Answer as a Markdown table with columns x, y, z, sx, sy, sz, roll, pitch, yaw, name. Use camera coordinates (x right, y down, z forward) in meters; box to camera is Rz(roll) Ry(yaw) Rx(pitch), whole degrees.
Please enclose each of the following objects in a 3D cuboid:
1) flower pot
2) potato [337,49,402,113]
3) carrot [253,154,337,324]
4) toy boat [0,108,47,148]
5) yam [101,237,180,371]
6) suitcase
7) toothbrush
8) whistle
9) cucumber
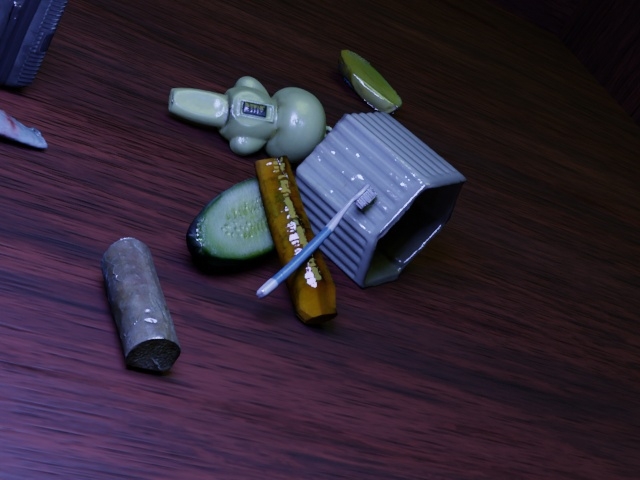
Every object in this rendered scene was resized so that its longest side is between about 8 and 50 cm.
| x | y | z | sx | sy | sz | roll | pitch | yaw | name |
| --- | --- | --- | --- | --- | --- | --- | --- | --- | --- |
| 0.085 | -0.068 | 1.593 | 0.189 | 0.239 | 0.209 | 44 | 0 | 21 | flower pot |
| 0.105 | -0.350 | 2.271 | 0.198 | 0.054 | 0.119 | 44 | 28 | 12 | potato |
| -0.037 | -0.005 | 1.436 | 0.070 | 0.070 | 0.260 | 4 | 59 | -44 | carrot |
| -0.491 | -0.185 | 1.317 | 0.282 | 0.096 | 0.206 | 15 | 19 | -49 | toy boat |
| -0.213 | 0.078 | 1.183 | 0.068 | 0.068 | 0.169 | 13 | 37 | -35 | yam |
| -0.492 | -0.382 | 1.498 | 0.128 | 0.202 | 0.312 | 7 | 35 | -41 | suitcase |
| 0.000 | 0.000 | 1.395 | 0.025 | 0.019 | 0.275 | 47 | 52 | -3 | toothbrush |
| -0.118 | -0.207 | 1.737 | 0.294 | 0.141 | 0.141 | 7 | 33 | -11 | whistle |
| -0.126 | -0.018 | 1.434 | 0.115 | 0.063 | 0.244 | 61 | 28 | 2 | cucumber |
